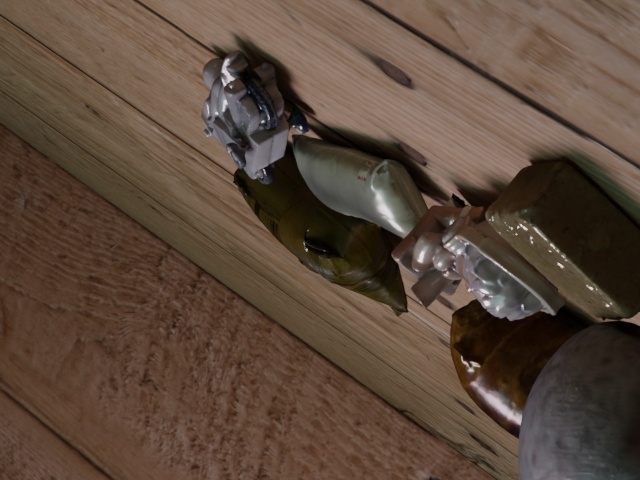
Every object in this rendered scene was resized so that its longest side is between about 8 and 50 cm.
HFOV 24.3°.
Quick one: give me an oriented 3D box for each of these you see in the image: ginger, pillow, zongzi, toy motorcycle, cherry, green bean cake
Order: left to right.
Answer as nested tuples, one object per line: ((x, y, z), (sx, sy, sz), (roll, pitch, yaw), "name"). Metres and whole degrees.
((-0.108, -0.177, 2.027), (0.171, 0.110, 0.260), (54, 166, 15), "toy motorcycle")
((0.009, -0.010, 2.290), (0.260, 0.123, 0.289), (38, 174, 28), "zongzi")
((0.056, -0.067, 1.989), (0.144, 0.078, 0.254), (50, 166, -28), "pillow")
((0.272, 0.001, 1.567), (0.179, 0.085, 0.109), (43, 168, -15), "green bean cake")
((0.351, 0.227, 2.002), (0.418, 0.176, 0.254), (30, 162, 13), "ginger")
((0.357, 0.241, 1.611), (0.291, 0.335, 0.326), (24, 161, 44), "cherry")

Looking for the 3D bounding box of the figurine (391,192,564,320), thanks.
((0.199, 0.032, 1.775), (0.162, 0.141, 0.237), (40, 170, -34), "figurine")

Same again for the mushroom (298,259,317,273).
((-0.006, 0.007, 2.472), (0.109, 0.085, 0.126), (32, 179, 19), "mushroom")
